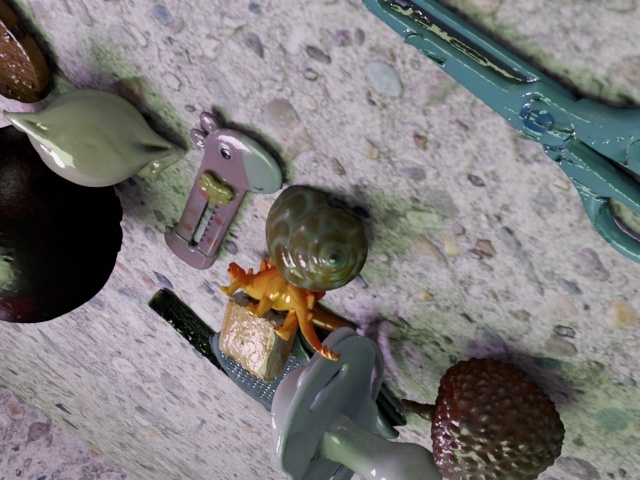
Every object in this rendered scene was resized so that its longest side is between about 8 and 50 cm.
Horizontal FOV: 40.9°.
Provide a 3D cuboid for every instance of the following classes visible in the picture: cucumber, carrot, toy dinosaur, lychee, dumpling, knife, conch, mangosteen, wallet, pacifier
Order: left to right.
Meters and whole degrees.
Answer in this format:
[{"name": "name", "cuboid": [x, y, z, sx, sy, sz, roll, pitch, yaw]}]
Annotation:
[{"name": "mangosteen", "cuboid": [-0.436, -0.019, 1.222, 0.297, 0.313, 0.297, 16, 114, 39]}, {"name": "dumpling", "cuboid": [-0.292, -0.128, 1.110, 0.229, 0.124, 0.151, 17, 169, -14]}, {"name": "cucumber", "cuboid": [-0.207, 0.184, 1.544, 0.257, 0.043, 0.044, 44, 156, -13]}, {"name": "knife", "cuboid": [-0.148, -0.041, 1.153, 0.132, 0.038, 0.398, 40, 152, 1]}, {"name": "toy dinosaur", "cuboid": [-0.039, 0.062, 1.104, 0.070, 0.117, 0.288, 42, 170, -35]}, {"name": "wallet", "cuboid": [-0.040, 0.233, 1.403, 0.237, 0.075, 0.342, 51, 149, -17]}, {"name": "carrot", "cuboid": [-0.014, 0.101, 1.219, 0.142, 0.035, 0.035, 26, 150, 8]}, {"name": "conch", "cuboid": [-0.008, 0.006, 1.005, 0.173, 0.106, 0.116, 34, 135, 36]}, {"name": "pacifier", "cuboid": [0.058, 0.262, 1.111, 0.233, 0.244, 0.299, 28, 142, 30]}, {"name": "lychee", "cuboid": [0.191, 0.220, 1.026, 0.197, 0.165, 0.165, 7, 144, 10]}]

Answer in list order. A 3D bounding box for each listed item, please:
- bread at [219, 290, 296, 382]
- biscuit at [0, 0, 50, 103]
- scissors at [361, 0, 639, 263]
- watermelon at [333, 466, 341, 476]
[{"name": "bread", "cuboid": [-0.088, 0.137, 1.262, 0.125, 0.082, 0.106, 29, 118, 41]}, {"name": "biscuit", "cuboid": [-0.448, -0.271, 1.155, 0.212, 0.036, 0.212, 29, 150, 18]}, {"name": "scissors", "cuboid": [0.193, -0.099, 0.692, 0.393, 0.032, 0.180, 37, 151, 2]}, {"name": "watermelon", "cuboid": [0.024, 0.385, 1.546, 0.111, 0.078, 0.078, 14, 144, 35]}]
